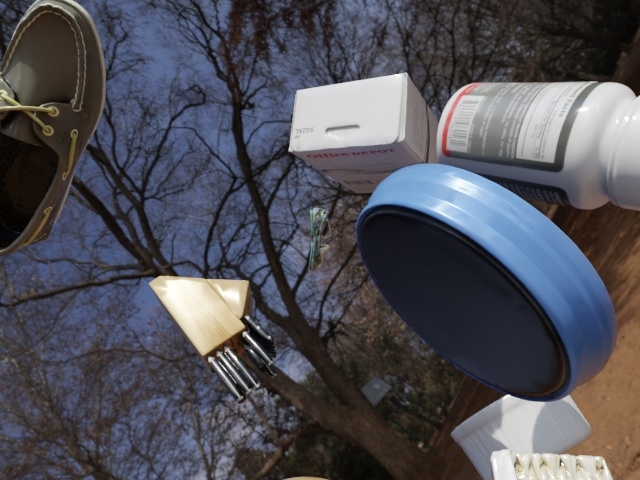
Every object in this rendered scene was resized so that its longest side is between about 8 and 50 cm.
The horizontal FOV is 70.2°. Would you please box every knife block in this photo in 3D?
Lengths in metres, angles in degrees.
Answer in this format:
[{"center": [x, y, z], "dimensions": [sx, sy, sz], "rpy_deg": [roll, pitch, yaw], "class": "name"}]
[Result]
[{"center": [-0.218, 0.196, 0.889], "dimensions": [0.088, 0.276, 0.242], "rpy_deg": [90, -176, -51], "class": "knife block"}]

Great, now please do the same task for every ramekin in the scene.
[{"center": [0.441, 0.421, 0.998], "dimensions": [0.277, 0.135, 0.277], "rpy_deg": [-20, -34, -14], "class": "ramekin"}]

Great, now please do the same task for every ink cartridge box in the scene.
[{"center": [0.113, -0.197, 0.924], "dimensions": [0.307, 0.223, 0.129], "rpy_deg": [18, -105, -60], "class": "ink cartridge box"}]

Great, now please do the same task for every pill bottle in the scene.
[{"center": [0.318, -0.132, 0.622], "dimensions": [0.161, 0.283, 0.161], "rpy_deg": [-15, -66, -36], "class": "pill bottle"}]

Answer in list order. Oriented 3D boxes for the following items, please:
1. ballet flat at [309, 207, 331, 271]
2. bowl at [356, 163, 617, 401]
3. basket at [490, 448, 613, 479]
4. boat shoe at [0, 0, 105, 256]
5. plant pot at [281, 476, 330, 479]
[{"center": [0.000, 0.000, 1.328], "dimensions": [0.070, 0.070, 0.188], "rpy_deg": [-18, -67, -56], "class": "ballet flat"}, {"center": [0.204, 0.071, 0.661], "dimensions": [0.077, 0.391, 0.391], "rpy_deg": [-40, -33, -19], "class": "bowl"}, {"center": [0.230, 0.287, 0.450], "dimensions": [0.167, 0.103, 0.113], "rpy_deg": [64, -156, -46], "class": "basket"}, {"center": [-0.329, -0.122, 0.524], "dimensions": [0.109, 0.091, 0.305], "rpy_deg": [19, -71, -19], "class": "boat shoe"}, {"center": [-0.031, 0.505, 0.837], "dimensions": [0.032, 0.236, 0.236], "rpy_deg": [-96, 15, -60], "class": "plant pot"}]
